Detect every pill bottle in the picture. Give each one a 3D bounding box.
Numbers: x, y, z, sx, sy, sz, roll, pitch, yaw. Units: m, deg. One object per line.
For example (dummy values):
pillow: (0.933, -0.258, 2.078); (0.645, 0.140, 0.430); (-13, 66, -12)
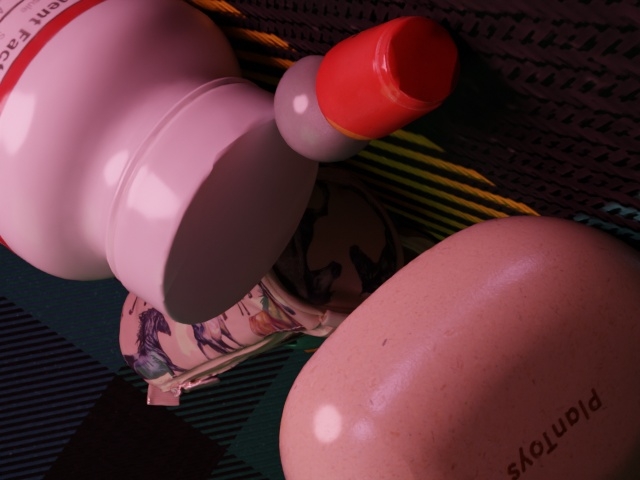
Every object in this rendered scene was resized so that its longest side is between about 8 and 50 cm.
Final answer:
pill bottle: (-0.212, -0.114, 0.559); (0.407, 0.229, 0.229); (32, 172, 19)

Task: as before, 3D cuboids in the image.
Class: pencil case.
pencil case: (-0.086, 0.064, 0.783); (0.159, 0.184, 0.410); (3, 160, -35)

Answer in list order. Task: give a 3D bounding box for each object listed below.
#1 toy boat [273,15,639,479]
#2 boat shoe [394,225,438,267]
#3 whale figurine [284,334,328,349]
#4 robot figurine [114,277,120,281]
toy boat: (0.072, 0.031, 0.413); (0.319, 0.267, 0.148); (67, 158, -8)
boat shoe: (0.147, 0.071, 0.766); (0.223, 0.073, 0.080); (37, 172, -19)
whale figurine: (-0.021, 0.052, 0.929); (0.216, 0.141, 0.272); (15, 150, -2)
robot figurine: (-0.224, -0.004, 1.153); (0.173, 0.279, 0.209); (8, 164, -43)
